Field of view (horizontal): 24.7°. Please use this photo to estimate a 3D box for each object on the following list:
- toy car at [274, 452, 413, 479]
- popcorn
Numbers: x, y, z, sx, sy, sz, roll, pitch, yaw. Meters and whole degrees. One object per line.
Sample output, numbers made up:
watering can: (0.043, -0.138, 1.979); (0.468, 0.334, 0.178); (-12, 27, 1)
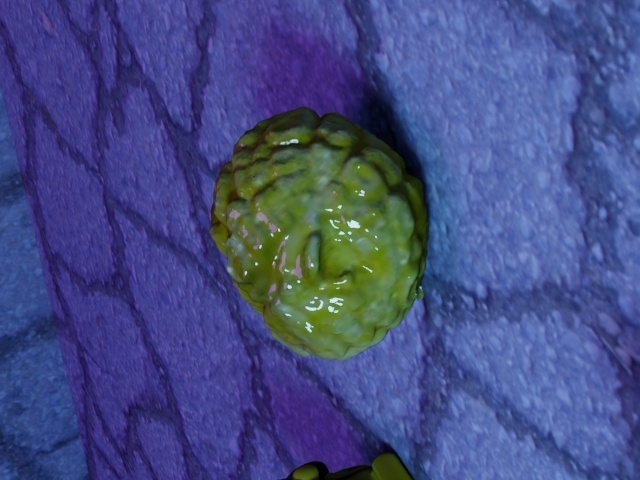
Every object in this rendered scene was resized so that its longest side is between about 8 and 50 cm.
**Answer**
toy car: (0.009, 0.331, 1.643); (0.200, 0.248, 0.142); (53, 139, 23)
popcorn: (0.000, 0.000, 1.451); (0.237, 0.206, 0.251); (43, 166, 16)
